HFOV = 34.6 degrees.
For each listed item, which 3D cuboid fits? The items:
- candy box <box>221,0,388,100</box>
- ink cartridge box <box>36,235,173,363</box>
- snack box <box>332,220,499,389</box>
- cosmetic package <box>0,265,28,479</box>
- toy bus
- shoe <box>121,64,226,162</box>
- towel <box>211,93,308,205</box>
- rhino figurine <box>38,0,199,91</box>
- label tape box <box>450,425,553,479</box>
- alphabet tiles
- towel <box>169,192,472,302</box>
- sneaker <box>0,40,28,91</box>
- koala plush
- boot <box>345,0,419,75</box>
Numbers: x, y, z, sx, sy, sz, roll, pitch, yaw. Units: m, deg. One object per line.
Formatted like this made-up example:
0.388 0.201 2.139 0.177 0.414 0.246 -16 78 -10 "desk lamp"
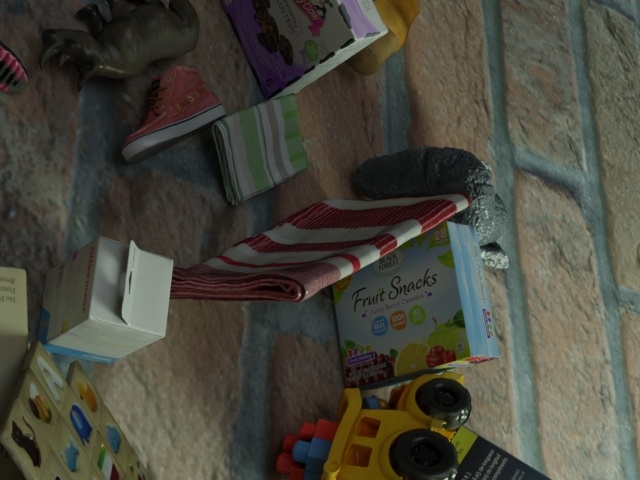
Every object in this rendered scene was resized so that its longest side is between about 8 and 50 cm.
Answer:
-0.027 -0.304 1.368 0.070 0.196 0.165 -23 88 -43 "candy box"
-0.223 0.064 1.078 0.089 0.143 0.092 20 61 -34 "ink cartridge box"
0.115 0.088 1.319 0.070 0.207 0.175 9 68 -46 "snack box"
-0.357 0.179 0.934 0.160 0.113 0.310 7 67 -40 "cosmetic package"
0.062 0.250 1.239 0.211 0.149 0.220 14 41 11 "toy bus"
-0.193 -0.158 1.257 0.178 0.063 0.081 -36 96 -49 "shoe"
-0.074 -0.121 1.344 0.152 0.023 0.113 -29 116 -44 "towel"
-0.241 -0.249 1.243 0.243 0.073 0.106 -35 93 -42 "rhino figurine"
0.195 0.392 1.304 0.347 0.115 0.249 29 45 17 "label tape box"
-0.193 0.266 0.955 0.285 0.011 0.343 -104 168 -69 "alphabet tiles"
0.000 0.000 1.238 0.329 0.237 0.037 -27 108 -44 "towel"
-0.370 -0.217 1.140 0.119 0.047 0.057 46 21 -29 "sneaker"
0.197 -0.037 1.476 0.221 0.203 0.196 10 66 -51 "koala plush"
0.027 -0.401 1.537 0.295 0.104 0.211 48 42 -20 "boot"
